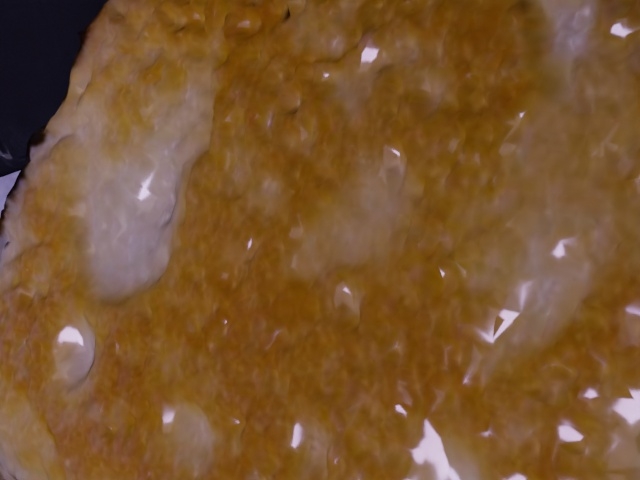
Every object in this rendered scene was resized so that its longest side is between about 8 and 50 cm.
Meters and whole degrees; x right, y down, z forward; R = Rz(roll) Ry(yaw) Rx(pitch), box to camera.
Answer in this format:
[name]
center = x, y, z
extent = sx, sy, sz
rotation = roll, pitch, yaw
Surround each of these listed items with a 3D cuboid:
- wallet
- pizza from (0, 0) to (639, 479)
[wallet]
center = -0.249, -0.133, 0.892
extent = 0.377, 0.051, 0.197
rotation = -11, 88, 41
[pizza]
center = -0.004, 0.032, 0.475
extent = 0.392, 0.080, 0.435
rotation = -34, 63, 32
